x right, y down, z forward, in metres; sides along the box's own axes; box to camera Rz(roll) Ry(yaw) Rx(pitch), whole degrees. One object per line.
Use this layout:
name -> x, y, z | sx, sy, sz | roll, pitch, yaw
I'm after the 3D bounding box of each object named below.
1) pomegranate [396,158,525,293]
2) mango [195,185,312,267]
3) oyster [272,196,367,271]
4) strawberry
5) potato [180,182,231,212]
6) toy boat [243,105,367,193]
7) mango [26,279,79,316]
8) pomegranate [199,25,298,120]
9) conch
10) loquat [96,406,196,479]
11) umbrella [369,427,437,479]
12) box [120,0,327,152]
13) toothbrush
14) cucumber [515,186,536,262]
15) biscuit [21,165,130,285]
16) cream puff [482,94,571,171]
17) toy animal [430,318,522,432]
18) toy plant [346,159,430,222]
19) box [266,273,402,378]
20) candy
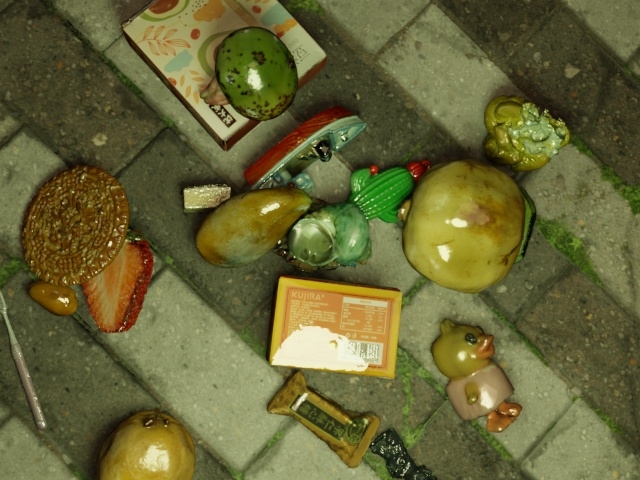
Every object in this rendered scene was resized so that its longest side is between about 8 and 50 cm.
pomegranate -> 0.339, -0.036, 1.766 | 0.332, 0.332, 0.333 | 1, 83, -6
mango -> -0.162, -0.036, 1.723 | 0.316, 0.192, 0.146 | -26, 65, 28
oyster -> -0.001, -0.003, 1.822 | 0.259, 0.092, 0.198 | 34, 77, 2
strawberry -> -0.478, 0.081, 1.742 | 0.188, 0.106, 0.286 | -4, 80, 17
potato -> -0.285, -0.103, 1.804 | 0.122, 0.086, 0.061 | -4, 81, -13
toy boat -> -0.026, -0.203, 1.808 | 0.332, 0.145, 0.133 | -39, 78, -4
mango -> -0.643, 0.135, 1.747 | 0.127, 0.063, 0.077 | 26, 89, -2
pomegranate -> -0.174, -0.368, 1.683 | 0.247, 0.214, 0.214 | -21, 85, 25
conch -> 0.034, -0.009, 1.720 | 0.188, 0.122, 0.176 | 25, 84, 12
loquat -> -0.397, 0.510, 1.665 | 0.238, 0.193, 0.238 | 0, 93, -8
umbrella -> 0.218, 0.568, 1.788 | 0.080, 0.071, 0.224 | -43, 95, 19
box -> -0.239, -0.483, 1.834 | 0.344, 0.122, 0.385 | -42, 89, -10
toothbrush -> -0.722, 0.284, 1.737 | 0.024, 0.029, 0.354 | -21, 86, 5
cucumber -> 0.526, -0.033, 1.895 | 0.046, 0.070, 0.220 | 21, 82, -33
biscuit -> -0.588, -0.039, 1.725 | 0.305, 0.038, 0.305 | -5, 74, 19
cream puff -> 0.506, -0.268, 1.874 | 0.221, 0.194, 0.195 | 31, 81, -14
toy animal -> 0.374, 0.322, 1.792 | 0.169, 0.195, 0.281 | -21, 90, 32
toy plant -> 0.178, -0.120, 1.857 | 0.240, 0.088, 0.155 | -7, 100, -21
box -> 0.022, 0.201, 1.712 | 0.283, 0.259, 0.214 | 8, 83, -6
candy -> 0.016, 0.428, 1.767 | 0.271, 0.101, 0.143 | 36, 87, -7
